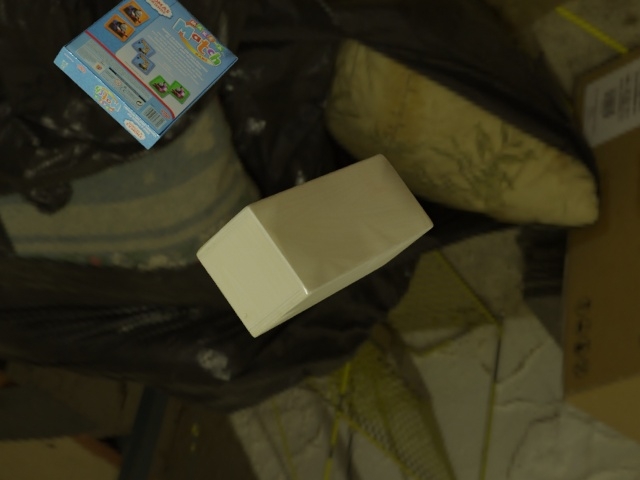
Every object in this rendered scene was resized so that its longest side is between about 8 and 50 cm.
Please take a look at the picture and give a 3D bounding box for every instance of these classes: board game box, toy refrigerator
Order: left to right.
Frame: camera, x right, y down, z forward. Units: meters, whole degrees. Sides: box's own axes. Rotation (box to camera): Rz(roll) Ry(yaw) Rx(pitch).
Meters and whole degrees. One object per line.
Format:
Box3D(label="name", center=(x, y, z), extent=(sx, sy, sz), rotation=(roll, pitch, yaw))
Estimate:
Box3D(label="board game box", center=(-0.220, -0.234, 1.487), extent=(0.160, 0.211, 0.039), rotation=(43, 135, -7))
Box3D(label="toy refrigerator", center=(0.000, 0.000, 1.174), extent=(0.094, 0.269, 0.102), rotation=(-40, 83, 34))
